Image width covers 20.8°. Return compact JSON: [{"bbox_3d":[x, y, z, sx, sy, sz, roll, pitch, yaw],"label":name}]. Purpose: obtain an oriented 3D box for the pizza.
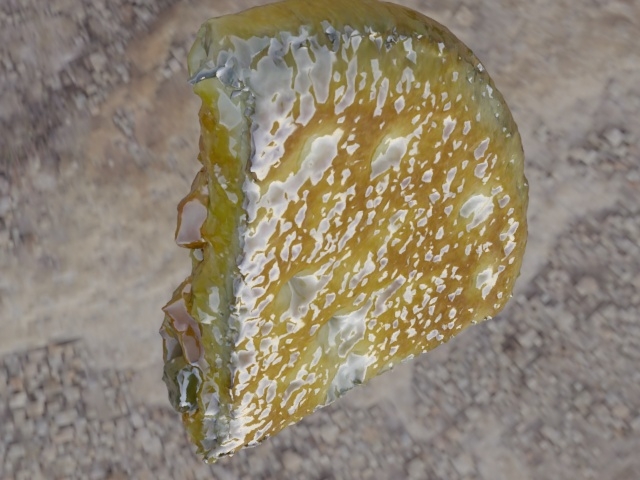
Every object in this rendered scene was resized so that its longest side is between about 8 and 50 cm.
[{"bbox_3d":[0.000,0.000,0.711,0.197,0.058,0.292,-56,149,3],"label":"pizza"}]
